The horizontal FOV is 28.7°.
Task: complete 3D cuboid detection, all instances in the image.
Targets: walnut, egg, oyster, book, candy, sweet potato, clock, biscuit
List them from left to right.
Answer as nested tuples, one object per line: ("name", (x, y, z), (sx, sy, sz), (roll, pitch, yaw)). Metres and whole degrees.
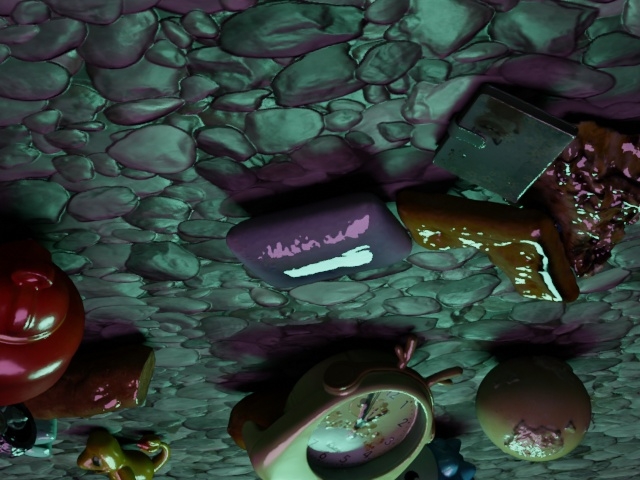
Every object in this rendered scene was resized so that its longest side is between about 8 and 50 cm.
("sweet potato", (-0.326, 0.204, 1.727), (0.252, 0.097, 0.097), (-18, 153, 26))
("walnut", (-0.042, 0.272, 1.932), (0.207, 0.116, 0.116), (-13, 156, -2))
("candy", (0.000, 0.000, 1.349), (0.174, 0.071, 0.138), (-14, 154, 18))
("clock", (0.058, 0.255, 1.819), (0.308, 0.096, 0.235), (-43, 129, 13))
("biscuit", (0.180, 0.006, 1.348), (0.183, 0.039, 0.174), (12, 157, 26))
("book", (0.170, -0.091, 1.193), (0.103, 0.017, 0.135), (25, 150, -5))
("egg", (0.317, 0.252, 1.875), (0.164, 0.164, 0.201), (-24, 150, 38))
("oyster", (0.275, -0.045, 1.295), (0.223, 0.083, 0.214), (15, 148, -25))

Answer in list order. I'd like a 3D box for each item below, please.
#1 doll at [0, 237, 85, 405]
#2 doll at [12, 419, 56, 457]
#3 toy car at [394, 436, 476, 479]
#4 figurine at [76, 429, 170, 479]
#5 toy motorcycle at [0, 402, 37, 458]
("doll", (-0.357, 0.095, 1.392), (0.183, 0.160, 0.363), (13, 151, -20))
("doll", (-0.494, 0.300, 1.962), (0.158, 0.059, 0.159), (0, 157, -10))
("toy car", (0.179, 0.429, 2.226), (0.190, 0.188, 0.255), (-27, 146, 26))
("figurine", (-0.329, 0.369, 2.133), (0.122, 0.121, 0.176), (-39, 139, 6))
("toy motorcycle", (-0.481, 0.190, 1.589), (0.108, 0.173, 0.307), (-32, 154, 19))
